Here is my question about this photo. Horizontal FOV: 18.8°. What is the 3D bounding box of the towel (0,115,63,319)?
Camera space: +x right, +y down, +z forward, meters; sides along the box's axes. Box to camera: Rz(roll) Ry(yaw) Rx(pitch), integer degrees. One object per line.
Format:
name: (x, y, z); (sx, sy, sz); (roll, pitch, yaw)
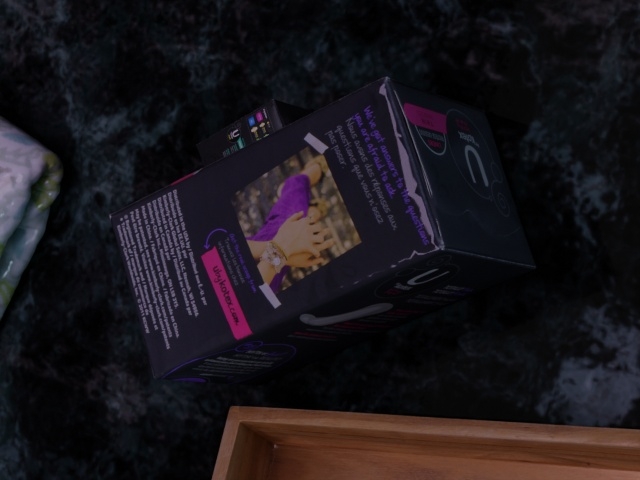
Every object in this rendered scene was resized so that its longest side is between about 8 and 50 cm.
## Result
towel: (-0.425, 0.018, 1.799); (0.320, 0.090, 0.374); (31, 101, 27)

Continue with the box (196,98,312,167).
box: (-0.047, -0.071, 1.591); (0.083, 0.062, 0.052); (-29, 70, 25)

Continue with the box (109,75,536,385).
box: (0.000, 0.000, 1.495); (0.270, 0.165, 0.143); (-24, 73, 26)

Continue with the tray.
tray: (0.097, 0.239, 1.436); (0.410, 0.076, 0.203); (0, 66, 32)
